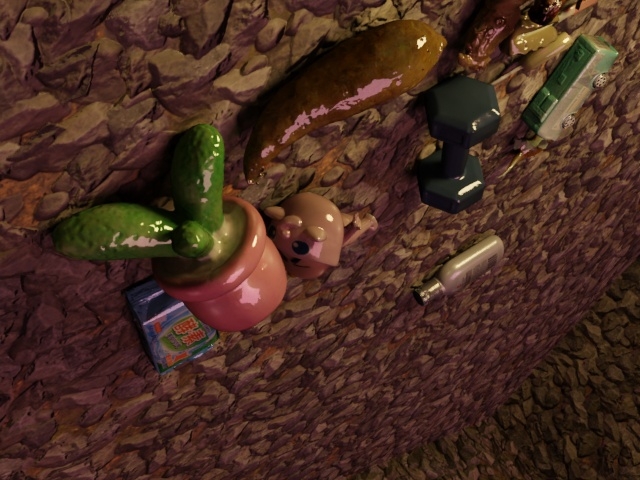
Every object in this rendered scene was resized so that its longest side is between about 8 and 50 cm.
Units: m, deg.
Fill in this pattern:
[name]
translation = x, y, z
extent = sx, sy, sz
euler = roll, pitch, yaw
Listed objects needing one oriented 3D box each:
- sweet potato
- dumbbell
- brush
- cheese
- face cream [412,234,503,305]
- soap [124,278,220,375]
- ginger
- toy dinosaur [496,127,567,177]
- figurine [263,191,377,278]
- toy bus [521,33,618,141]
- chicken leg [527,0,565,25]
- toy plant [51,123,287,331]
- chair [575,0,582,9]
[sweet potato]
translation = 0.029, -0.251, 1.481
extent = 0.423, 0.130, 0.130
euler = -34, 152, -7
[dumbbell]
translation = 0.285, -0.197, 1.858
extent = 0.156, 0.143, 0.316
euler = -31, 152, -16
[brush]
translation = 0.483, -0.454, 1.808
extent = 0.301, 0.071, 0.084
euler = -28, 148, -32
[cheese]
translation = 0.442, -0.378, 1.874
extent = 0.192, 0.037, 0.097
euler = -32, -175, 6
[face cream]
translation = 0.392, 0.093, 2.509
extent = 0.291, 0.071, 0.144
euler = -32, 152, -16
[soap]
translation = -0.290, 0.164, 1.764
extent = 0.156, 0.077, 0.293
euler = -30, 152, -17
[ginger]
translation = 0.354, -0.439, 1.640
extent = 0.122, 0.084, 0.290
euler = -8, 139, -43
[toy dinosaur]
translation = 0.525, -0.236, 2.218
extent = 0.212, 0.057, 0.142
euler = -34, 174, 15
[figurine]
translation = 0.000, 0.000, 1.788
extent = 0.287, 0.176, 0.186
euler = -6, 114, -69
[toy bus]
translation = 0.577, -0.353, 2.052
extent = 0.109, 0.091, 0.261
euler = 2, 131, -38
[chicken leg]
translation = 0.449, -0.479, 1.651
extent = 0.253, 0.051, 0.106
euler = -55, 175, -31
[toy plant]
translation = -0.222, 0.015, 1.493
extent = 0.317, 0.210, 0.356
euler = -37, 140, -2
[chair]
translation = 0.581, -0.544, 1.710
extent = 0.106, 0.113, 0.229
euler = -58, 161, -29
